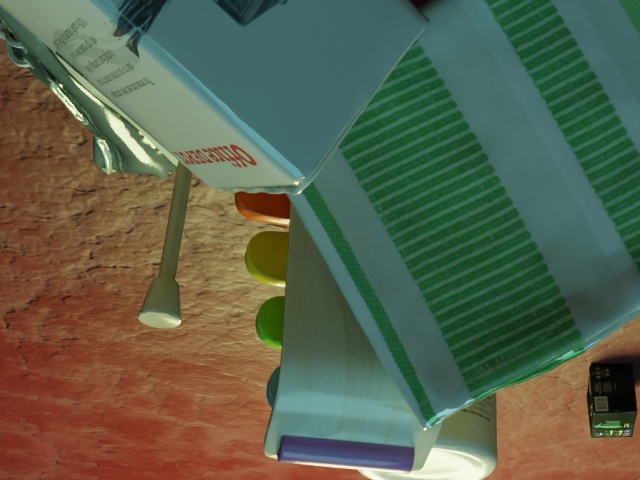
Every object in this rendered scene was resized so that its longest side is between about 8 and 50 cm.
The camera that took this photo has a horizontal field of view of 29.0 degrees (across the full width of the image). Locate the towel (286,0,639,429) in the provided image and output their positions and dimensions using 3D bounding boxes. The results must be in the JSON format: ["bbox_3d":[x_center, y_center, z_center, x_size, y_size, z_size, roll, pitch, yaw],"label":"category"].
[{"bbox_3d":[0.146,-0.056,0.767,0.325,0.247,0.038,-31,178,12],"label":"towel"}]

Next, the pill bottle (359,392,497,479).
[{"bbox_3d":[0.097,0.103,1.149,0.131,0.229,0.131,3,151,1],"label":"pill bottle"}]

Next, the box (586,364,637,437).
[{"bbox_3d":[0.342,0.190,1.454,0.052,0.062,0.083,-3,151,9],"label":"box"}]

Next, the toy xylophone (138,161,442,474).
[{"bbox_3d":[0.000,0.000,0.894,0.236,0.322,0.081,15,150,-4],"label":"toy xylophone"}]

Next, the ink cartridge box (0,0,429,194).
[{"bbox_3d":[-0.101,-0.153,0.655,0.273,0.114,0.197,42,170,-16],"label":"ink cartridge box"}]

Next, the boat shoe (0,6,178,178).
[{"bbox_3d":[-0.181,-0.133,0.873,0.099,0.116,0.319,-11,153,17],"label":"boat shoe"}]
